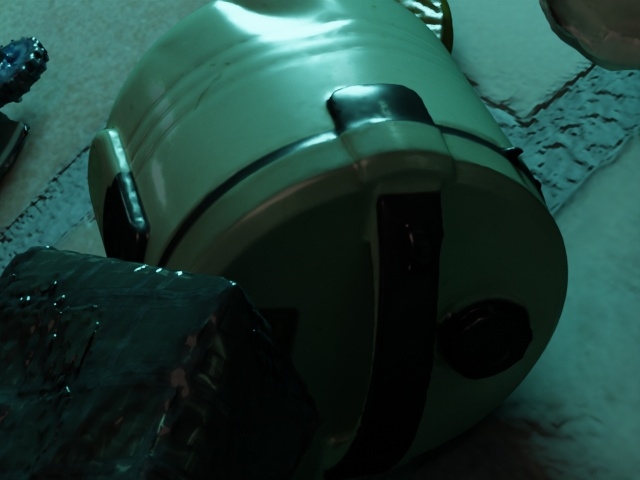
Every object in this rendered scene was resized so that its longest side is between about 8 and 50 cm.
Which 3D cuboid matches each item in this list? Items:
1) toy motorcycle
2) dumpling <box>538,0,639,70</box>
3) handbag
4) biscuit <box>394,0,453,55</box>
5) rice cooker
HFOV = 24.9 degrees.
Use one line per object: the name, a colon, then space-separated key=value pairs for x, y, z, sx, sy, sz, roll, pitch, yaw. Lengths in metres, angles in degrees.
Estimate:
toy motorcycle: x=-0.346 y=-0.076 z=1.187 sx=0.204 sy=0.108 sz=0.239 roll=6 pitch=37 yaw=36
dumpling: x=0.247 y=-0.228 z=0.807 sx=0.260 sy=0.181 sz=0.341 roll=3 pitch=25 yaw=16
handbag: x=-0.114 y=0.108 z=0.578 sx=0.175 sy=0.089 sz=0.270 roll=1 pitch=49 yaw=30
biscuit: x=-0.023 y=-0.097 z=0.994 sx=0.262 sy=0.037 sz=0.262 roll=-22 pitch=45 yaw=23
rice cooker: x=0.000 y=0.000 z=0.756 sx=0.226 sy=0.226 sz=0.244 roll=-36 pitch=45 yaw=8
